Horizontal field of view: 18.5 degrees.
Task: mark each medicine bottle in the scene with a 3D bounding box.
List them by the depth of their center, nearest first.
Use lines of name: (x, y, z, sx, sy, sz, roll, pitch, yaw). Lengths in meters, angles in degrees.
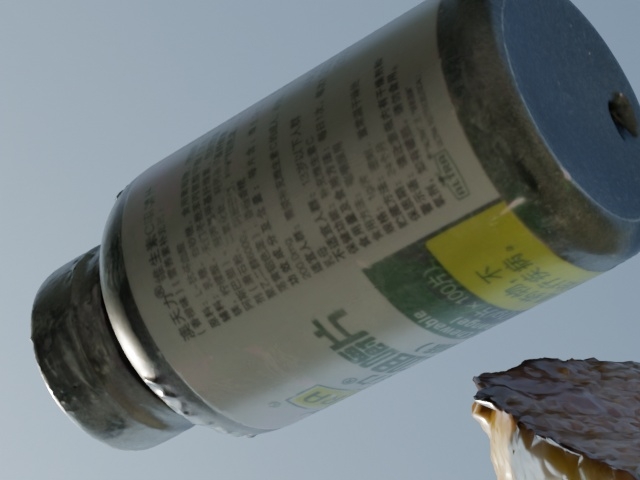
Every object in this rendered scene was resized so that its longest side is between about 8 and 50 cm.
medicine bottle: (0.000, 0.000, 0.901, 0.293, 0.141, 0.141, -28, -85, 31)

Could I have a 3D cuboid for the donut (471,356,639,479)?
donut: (0.130, 0.087, 0.578, 0.259, 0.152, 0.101, 3, -78, -40)
